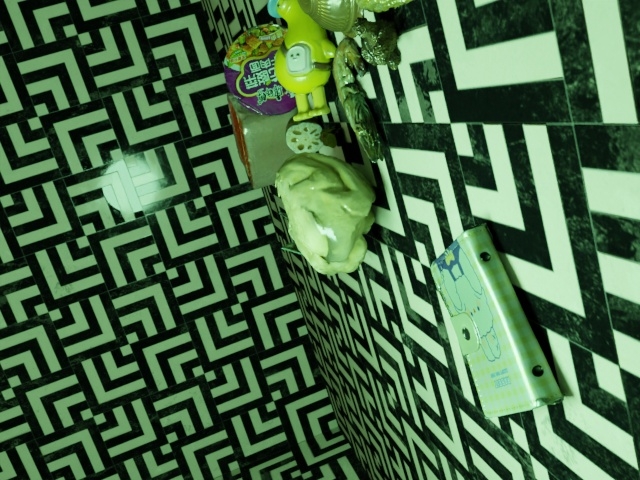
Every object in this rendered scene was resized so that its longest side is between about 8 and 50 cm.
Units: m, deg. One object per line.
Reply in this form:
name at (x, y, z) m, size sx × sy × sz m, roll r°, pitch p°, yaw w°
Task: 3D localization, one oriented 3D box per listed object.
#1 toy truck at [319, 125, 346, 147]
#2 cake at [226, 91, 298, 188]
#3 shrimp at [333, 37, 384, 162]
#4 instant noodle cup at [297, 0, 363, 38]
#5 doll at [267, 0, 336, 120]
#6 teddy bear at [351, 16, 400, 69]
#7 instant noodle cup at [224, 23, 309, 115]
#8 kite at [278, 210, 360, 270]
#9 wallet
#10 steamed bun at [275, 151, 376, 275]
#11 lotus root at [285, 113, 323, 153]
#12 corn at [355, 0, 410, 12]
toy truck at (0.031, -0.279, 1.759) m, size 0.083 × 0.054 × 0.049 m, roll -135°, pitch 27°, yaw -68°
cake at (-0.169, -0.356, 2.155) m, size 0.309 × 0.230 × 0.237 m, roll 82°, pitch 163°, yaw -46°
shrimp at (0.087, -0.317, 1.431) m, size 0.169 × 0.058 × 0.296 m, roll 97°, pitch 155°, yaw -62°
instant noodle cup at (-0.003, -0.548, 1.357) m, size 0.274 × 0.090 × 0.274 m, roll 159°, pitch 90°, yaw -80°
doll at (-0.041, -0.487, 1.600) m, size 0.199 × 0.145 × 0.363 m, roll -4°, pitch 99°, yaw 38°
teddy bear at (0.108, -0.369, 1.187) m, size 0.119 × 0.078 × 0.160 m, roll 49°, pitch -173°, yaw -3°
instant noodle cup at (-0.140, -0.464, 1.837) m, size 0.190 × 0.251 × 0.251 m, roll -148°, pitch 39°, yaw -86°
kite at (0.000, 0.000, 1.909) m, size 0.314 × 0.335 × 0.012 m, roll 37°, pitch 119°, yaw 23°
wallet at (0.297, 0.147, 1.139) m, size 0.223 × 0.077 × 0.310 m, roll 114°, pitch 138°, yaw -70°
steamed bun at (0.028, -0.078, 1.665) m, size 0.372 × 0.230 × 0.325 m, roll 91°, pitch 156°, yaw -67°
lotus root at (-0.054, -0.323, 1.949) m, size 0.122 × 0.112 × 0.081 m, roll 80°, pitch 172°, yaw -46°
corn at (0.118, -0.408, 1.019) m, size 0.288 × 0.086 × 0.087 m, roll -140°, pitch 32°, yaw -72°
